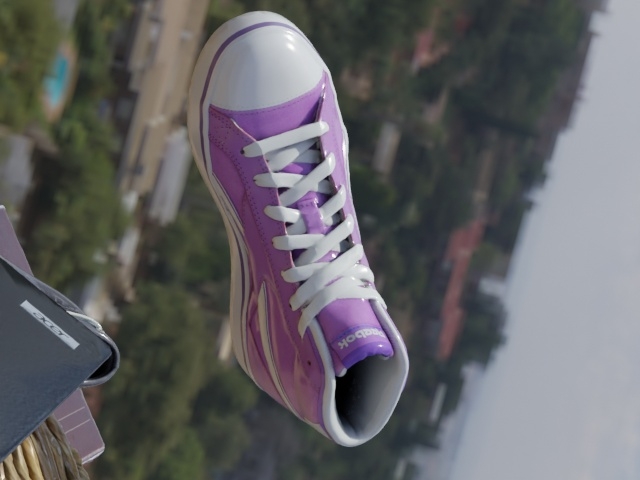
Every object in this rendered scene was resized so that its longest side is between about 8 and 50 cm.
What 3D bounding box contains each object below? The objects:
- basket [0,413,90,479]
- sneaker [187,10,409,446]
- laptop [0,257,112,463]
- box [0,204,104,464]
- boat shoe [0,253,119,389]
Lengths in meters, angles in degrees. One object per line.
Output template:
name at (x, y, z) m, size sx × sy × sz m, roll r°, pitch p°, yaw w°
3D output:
basket at (-0.259, 0.202, 1.152) m, size 0.223 × 0.299 × 0.213 m, roll -35°, pitch 151°, yaw 11°
sneaker at (0.001, 0.000, 1.228) m, size 0.161 × 0.102 × 0.282 m, roll 42°, pitch -33°, yaw 56°
laptop at (-0.251, 0.059, 0.787) m, size 0.264 × 0.234 × 0.136 m, roll -51°, pitch 179°, yaw -19°
box at (-0.286, 0.102, 1.367) m, size 0.203 × 0.168 × 0.167 m, roll 68°, pitch 15°, yaw 1°
boat shoe at (-0.187, 0.037, 1.094) m, size 0.206 × 0.065 × 0.075 m, roll 37°, pitch 71°, yaw -55°
